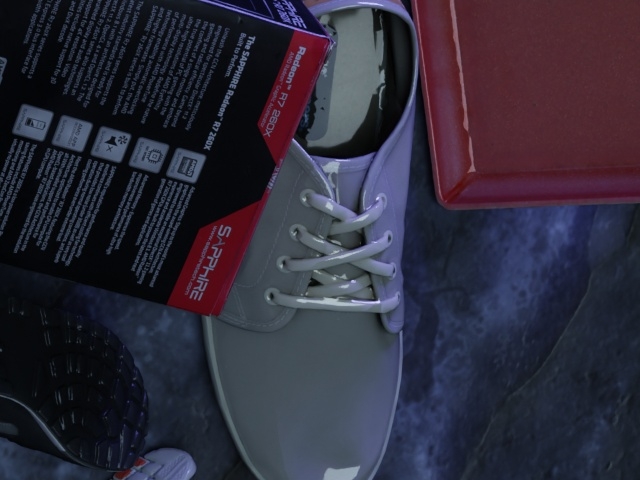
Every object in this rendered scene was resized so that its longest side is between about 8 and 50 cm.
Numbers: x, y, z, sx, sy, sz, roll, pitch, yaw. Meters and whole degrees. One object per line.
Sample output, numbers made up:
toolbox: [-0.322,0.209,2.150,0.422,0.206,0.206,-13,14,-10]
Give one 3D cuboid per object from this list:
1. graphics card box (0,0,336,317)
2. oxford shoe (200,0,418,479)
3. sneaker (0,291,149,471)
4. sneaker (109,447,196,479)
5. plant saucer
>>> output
graphics card box: [-0.205,-0.101,1.253,0.371,0.094,0.232,14,113,-23]
oxford shoe: [0.000,0.000,1.434,0.169,0.130,0.449,-1,101,-19]
sneaker: [-0.252,0.096,1.392,0.283,0.124,0.107,36,56,-43]
sneaker: [-0.151,0.236,1.476,0.158,0.061,0.065,-49,137,-3]
plant saucer: [0.204,-0.158,1.446,0.259,0.048,0.258,-2,104,26]
